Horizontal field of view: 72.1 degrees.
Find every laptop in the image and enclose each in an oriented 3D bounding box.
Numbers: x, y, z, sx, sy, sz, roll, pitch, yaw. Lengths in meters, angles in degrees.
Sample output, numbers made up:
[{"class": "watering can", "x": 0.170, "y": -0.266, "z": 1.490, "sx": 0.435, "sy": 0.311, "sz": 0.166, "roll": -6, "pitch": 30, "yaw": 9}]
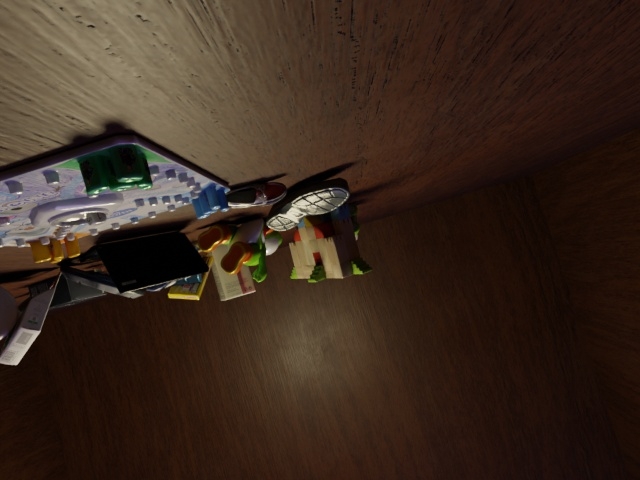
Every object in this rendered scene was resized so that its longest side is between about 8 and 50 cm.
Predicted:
[{"class": "laptop", "x": -0.470, "y": 0.065, "z": 1.169, "sx": 0.234, "sy": 0.136, "sz": 0.264, "roll": -13, "pitch": 176, "yaw": -42}]

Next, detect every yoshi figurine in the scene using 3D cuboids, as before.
[{"class": "yoshi figurine", "x": -0.248, "y": 0.030, "z": 1.431, "sx": 0.203, "sy": 0.203, "sz": 0.362, "roll": -1, "pitch": -175, "yaw": 19}]

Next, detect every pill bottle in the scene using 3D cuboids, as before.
[{"class": "pill bottle", "x": -0.920, "y": 0.211, "z": 1.181, "sx": 0.161, "sy": 0.161, "sz": 0.283, "roll": -14, "pitch": 176, "yaw": -41}]

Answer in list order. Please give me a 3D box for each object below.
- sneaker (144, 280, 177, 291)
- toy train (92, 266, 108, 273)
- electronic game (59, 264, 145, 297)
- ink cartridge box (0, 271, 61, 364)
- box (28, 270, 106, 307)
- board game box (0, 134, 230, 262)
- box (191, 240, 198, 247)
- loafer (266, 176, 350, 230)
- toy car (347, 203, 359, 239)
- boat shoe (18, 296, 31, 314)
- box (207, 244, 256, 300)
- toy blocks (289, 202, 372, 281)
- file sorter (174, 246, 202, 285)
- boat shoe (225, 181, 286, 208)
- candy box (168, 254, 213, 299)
[{"class": "sneaker", "x": -0.509, "y": 0.088, "z": 1.299, "sx": 0.269, "sy": 0.101, "sz": 0.153, "roll": -5, "pitch": -169, "yaw": 16}, {"class": "toy train", "x": -0.680, "y": 0.091, "z": 1.452, "sx": 0.125, "sy": 0.046, "sz": 0.166, "roll": -19, "pitch": 179, "yaw": 29}, {"class": "electronic game", "x": -0.616, "y": 0.115, "z": 1.252, "sx": 0.230, "sy": 0.048, "sz": 0.229, "roll": 17, "pitch": 169, "yaw": 4}, {"class": "ink cartridge box", "x": -0.784, "y": 0.196, "z": 1.193, "sx": 0.056, "sy": 0.224, "sz": 0.181, "roll": 27, "pitch": 123, "yaw": -34}, {"class": "box", "x": -0.847, "y": 0.169, "z": 1.478, "sx": 0.159, "sy": 0.093, "sz": 0.156, "roll": -16, "pitch": 177, "yaw": 13}, {"class": "board game box", "x": -0.370, "y": -0.034, "z": 0.677, "sx": 0.390, "sy": 0.050, "sz": 0.390, "roll": -16, "pitch": 177, "yaw": 4}, {"class": "box", "x": -0.466, "y": 0.029, "z": 1.632, "sx": 0.201, "sy": 0.021, "sz": 0.164, "roll": -18, "pitch": 176, "yaw": 27}, {"class": "loafer", "x": -0.040, "y": -0.106, "z": 1.094, "sx": 0.268, "sy": 0.084, "sz": 0.096, "roll": -23, "pitch": 142, "yaw": 39}, {"class": "toy car", "x": 0.057, "y": -0.064, "z": 1.796, "sx": 0.189, "sy": 0.148, "sz": 0.155, "roll": -5, "pitch": 165, "yaw": 0}, {"class": "boat shoe", "x": -1.020, "y": 0.215, "z": 1.626, "sx": 0.224, "sy": 0.080, "sz": 0.073, "roll": -21, "pitch": 172, "yaw": -3}, {"class": "box", "x": -0.366, "y": 0.117, "z": 1.789, "sx": 0.127, "sy": 0.232, "sz": 0.149, "roll": -15, "pitch": 177, "yaw": -23}, {"class": "toy blocks", "x": 0.000, "y": 0.000, "z": 1.597, "sx": 0.191, "sy": 0.260, "sz": 0.382, "roll": -17, "pitch": -175, "yaw": -35}, {"class": "file sorter", "x": -0.493, "y": 0.087, "z": 1.469, "sx": 0.171, "sy": 0.118, "sz": 0.104, "roll": -7, "pitch": 171, "yaw": -13}, {"class": "boat shoe", "x": -0.135, "y": -0.094, "z": 0.904, "sx": 0.137, "sy": 0.049, "sz": 0.043, "roll": -11, "pitch": 174, "yaw": -8}, {"class": "candy box", "x": -0.458, "y": 0.126, "z": 1.568, "sx": 0.105, "sy": 0.027, "sz": 0.205, "roll": 1, "pitch": -140, "yaw": 3}]
